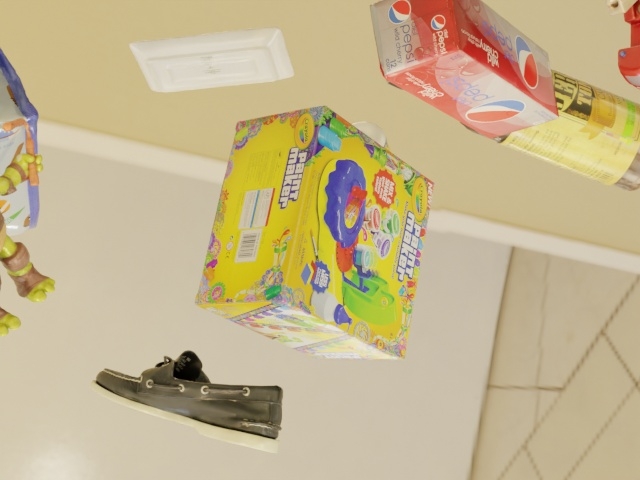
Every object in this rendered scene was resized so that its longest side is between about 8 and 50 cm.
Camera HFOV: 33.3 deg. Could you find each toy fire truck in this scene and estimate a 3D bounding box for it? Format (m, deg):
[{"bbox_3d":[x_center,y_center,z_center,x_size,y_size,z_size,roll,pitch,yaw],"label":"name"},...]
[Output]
[{"bbox_3d":[0.347,-0.272,1.188,0.047,0.135,0.192,-5,77,44],"label":"toy fire truck"}]

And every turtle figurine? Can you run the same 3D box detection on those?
[{"bbox_3d":[-0.388,0.000,1.206,0.269,0.087,0.217,-67,-27,-50],"label":"turtle figurine"}]

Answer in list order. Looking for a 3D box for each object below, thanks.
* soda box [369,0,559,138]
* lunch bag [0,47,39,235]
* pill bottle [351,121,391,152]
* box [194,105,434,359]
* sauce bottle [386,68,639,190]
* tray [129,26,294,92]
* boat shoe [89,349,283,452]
[{"bbox_3d":[0.160,-0.185,1.126,0.092,0.263,0.083,-15,74,31],"label":"soda box"},{"bbox_3d":[-0.562,-0.098,1.449,0.239,0.328,0.385,64,158,23],"label":"lunch bag"},{"bbox_3d":[0.096,-0.138,2.104,0.184,0.103,0.103,66,-170,-49],"label":"pill bottle"},{"bbox_3d":[0.000,0.000,1.575,0.177,0.279,0.290,-5,66,41],"label":"box"},{"bbox_3d":[0.251,-0.164,1.317,0.111,0.344,0.111,-161,90,-81],"label":"sauce bottle"},{"bbox_3d":[-0.191,-0.311,1.900,0.145,0.270,0.030,72,-164,-60],"label":"tray"},{"bbox_3d":[-0.200,0.226,1.628,0.340,0.127,0.113,11,81,34],"label":"boat shoe"}]
